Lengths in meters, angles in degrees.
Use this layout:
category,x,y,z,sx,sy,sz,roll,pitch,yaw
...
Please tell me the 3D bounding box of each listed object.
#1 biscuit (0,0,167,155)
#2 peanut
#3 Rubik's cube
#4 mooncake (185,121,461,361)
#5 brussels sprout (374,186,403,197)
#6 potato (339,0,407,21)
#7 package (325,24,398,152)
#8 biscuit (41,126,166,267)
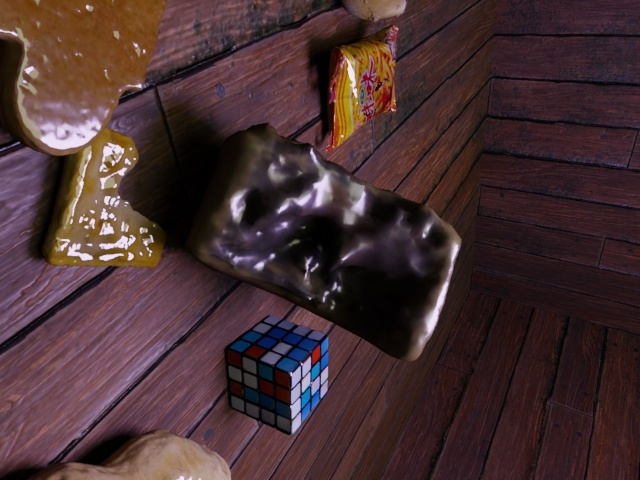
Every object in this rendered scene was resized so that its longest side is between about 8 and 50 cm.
category,x,y,z,sx,sy,sz,roll,pitch,yaw
biscuit,-0.307,-0.285,0.408,0.394,0.076,0.368,14,90,-59
peanut,-0.267,0.379,0.675,0.387,0.169,0.192,27,73,-61
Rubik's cube,-0.084,0.270,0.973,0.151,0.154,0.155,-33,131,-53
mooncake,0.000,0.000,0.754,0.394,0.393,0.246,36,73,-50
brussels sprout,0.094,0.037,1.065,0.328,0.328,0.247,-56,171,-32
potato,0.080,-0.533,0.952,0.117,0.182,0.202,-27,132,1
package,0.089,-0.348,1.068,0.288,0.108,0.223,-37,139,-40
biscuit,-0.265,-0.052,0.618,0.174,0.038,0.184,3,101,-60
